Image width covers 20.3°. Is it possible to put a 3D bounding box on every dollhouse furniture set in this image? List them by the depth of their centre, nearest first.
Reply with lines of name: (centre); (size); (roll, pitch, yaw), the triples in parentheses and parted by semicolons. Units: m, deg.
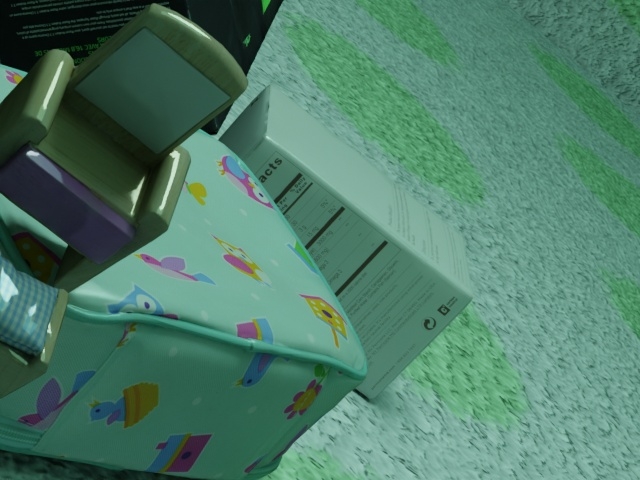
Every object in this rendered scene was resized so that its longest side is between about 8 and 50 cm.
dollhouse furniture set: (-0.155, -0.035, 0.580); (0.286, 0.198, 0.303); (39, 37, -23)

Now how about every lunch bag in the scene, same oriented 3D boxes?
lunch bag: (-0.115, 0.012, 0.925); (0.279, 0.108, 0.224); (18, 29, -53)

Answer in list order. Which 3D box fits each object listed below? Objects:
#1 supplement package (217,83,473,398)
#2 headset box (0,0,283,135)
supplement package: (0.000, 0.000, 1.195); (0.179, 0.105, 0.105); (38, 19, -14)
headset box: (-0.127, -0.217, 1.145); (0.246, 0.131, 0.283); (-72, 153, -62)
